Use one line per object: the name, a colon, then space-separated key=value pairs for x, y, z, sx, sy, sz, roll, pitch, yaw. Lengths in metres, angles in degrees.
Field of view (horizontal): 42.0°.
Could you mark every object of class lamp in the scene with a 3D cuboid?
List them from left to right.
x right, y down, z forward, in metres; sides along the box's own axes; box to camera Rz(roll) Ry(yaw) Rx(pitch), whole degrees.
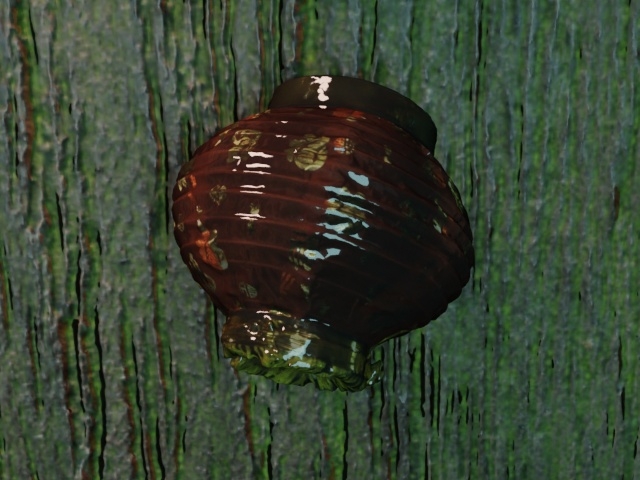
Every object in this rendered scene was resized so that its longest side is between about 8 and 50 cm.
lamp: x=0.000 y=0.000 z=0.647 sx=0.246 sy=0.247 sz=0.247 roll=-2 pitch=104 yaw=-7
